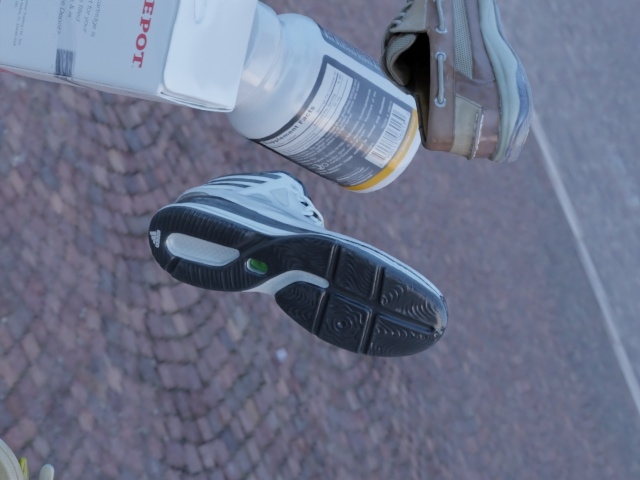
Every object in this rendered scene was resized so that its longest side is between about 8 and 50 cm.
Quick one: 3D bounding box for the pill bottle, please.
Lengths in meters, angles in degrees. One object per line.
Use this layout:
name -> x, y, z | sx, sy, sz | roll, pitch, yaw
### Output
pill bottle -> -0.016, -0.177, 1.607 | 0.278, 0.162, 0.162 | 26, 42, -38

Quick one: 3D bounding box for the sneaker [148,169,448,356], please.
sneaker -> 0.000, -0.001, 1.948 | 0.257, 0.448, 0.169 | -53, 160, -56

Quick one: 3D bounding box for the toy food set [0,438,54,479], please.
toy food set -> -0.370, 0.251, 1.412 | 0.038, 0.192, 0.132 | -52, 160, -67

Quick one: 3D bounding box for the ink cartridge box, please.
ink cartridge box -> -0.199, -0.244, 1.251 | 0.117, 0.283, 0.207 | 8, 95, -57

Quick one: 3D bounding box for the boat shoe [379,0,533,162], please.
boat shoe -> 0.121, -0.207, 1.368 | 0.324, 0.117, 0.123 | -105, -165, -46
